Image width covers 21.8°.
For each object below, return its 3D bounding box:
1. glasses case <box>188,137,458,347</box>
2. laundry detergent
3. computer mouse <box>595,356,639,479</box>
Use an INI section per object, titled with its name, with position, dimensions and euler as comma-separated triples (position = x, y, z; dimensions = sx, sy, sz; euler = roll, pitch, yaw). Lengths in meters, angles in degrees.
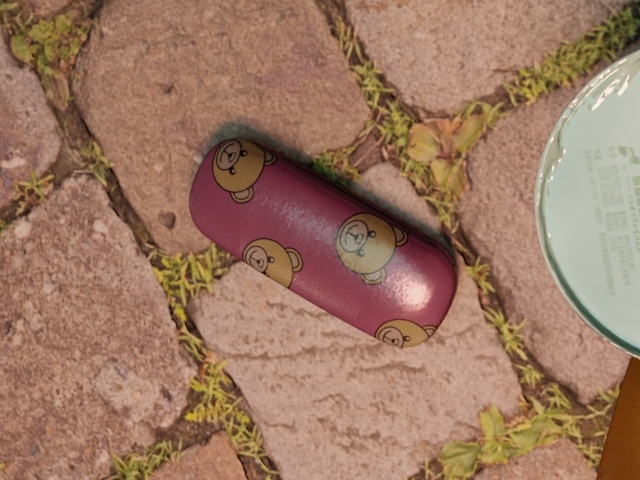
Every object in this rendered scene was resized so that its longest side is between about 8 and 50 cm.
[glasses case]
position = 0.000, 0.000, 1.783
dimensions = 0.316, 0.076, 0.123
euler = 30, 109, 15
[laundry detergent]
position = 0.367, -0.047, 1.510
dimensions = 0.287, 0.305, 0.287
euler = 3, 99, 20
[computer mouse]
position = 0.370, 0.219, 1.678
dimensions = 0.158, 0.072, 0.310
euler = 18, 105, 20
